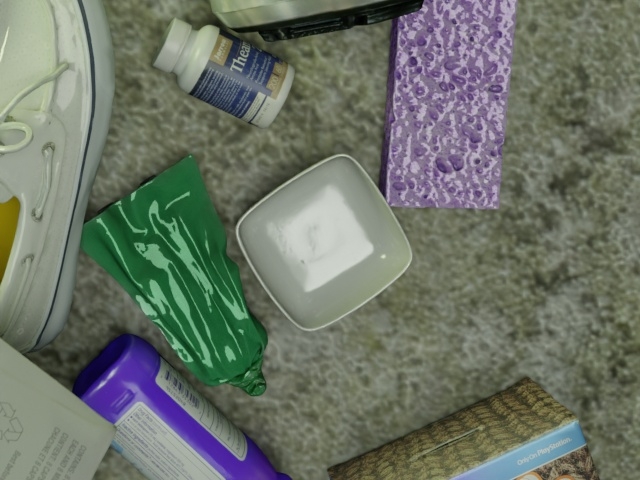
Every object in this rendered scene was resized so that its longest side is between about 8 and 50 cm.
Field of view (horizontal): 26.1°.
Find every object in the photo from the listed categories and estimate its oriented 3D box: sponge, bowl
[{"bbox_3d":[0.122,-0.136,1.325,0.117,0.031,0.210,2,100,-11],"label":"sponge"},{"bbox_3d":[0.000,0.000,1.316,0.142,0.053,0.142,-34,104,-4],"label":"bowl"}]

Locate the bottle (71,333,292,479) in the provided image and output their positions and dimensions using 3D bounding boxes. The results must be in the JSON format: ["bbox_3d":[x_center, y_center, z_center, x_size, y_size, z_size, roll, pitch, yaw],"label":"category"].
[{"bbox_3d":[-0.108,0.211,1.301,0.092,0.118,0.283,-45,106,-1],"label":"bottle"}]

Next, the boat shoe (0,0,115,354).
[{"bbox_3d":[-0.284,-0.070,1.182,0.135,0.156,0.367,17,103,23],"label":"boat shoe"}]

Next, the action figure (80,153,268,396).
[{"bbox_3d":[-0.119,0.052,1.298,0.137,0.063,0.232,-32,101,-6],"label":"action figure"}]

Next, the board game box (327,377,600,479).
[{"bbox_3d":[0.175,0.325,1.364,0.232,0.141,0.291,-24,104,-6],"label":"board game box"}]

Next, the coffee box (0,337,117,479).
[{"bbox_3d":[-0.428,0.223,1.068,0.338,0.334,0.338,39,49,-15],"label":"coffee box"}]

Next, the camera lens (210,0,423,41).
[{"bbox_3d":[-0.007,-0.318,1.169,0.219,0.219,0.274,-14,103,-8],"label":"camera lens"}]

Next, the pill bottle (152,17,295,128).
[{"bbox_3d":[-0.090,-0.156,1.262,0.120,0.067,0.067,25,95,-14],"label":"pill bottle"}]
